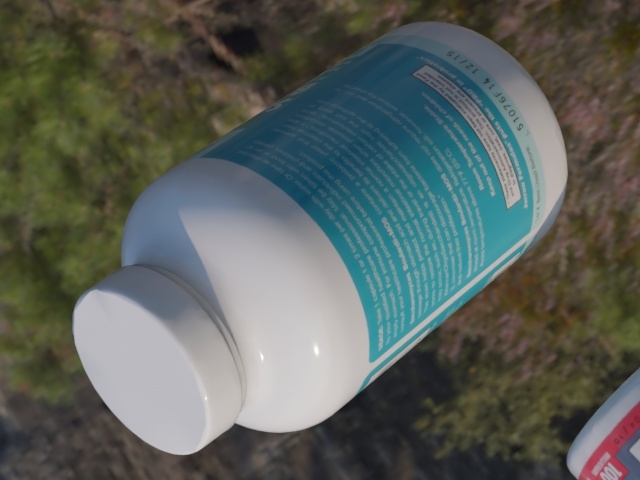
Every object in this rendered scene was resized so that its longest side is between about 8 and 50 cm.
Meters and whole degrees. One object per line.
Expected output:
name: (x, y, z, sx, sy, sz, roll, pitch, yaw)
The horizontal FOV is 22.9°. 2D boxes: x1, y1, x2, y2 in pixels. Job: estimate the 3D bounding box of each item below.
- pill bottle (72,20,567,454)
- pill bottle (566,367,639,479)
pill bottle: (0.000, 0.000, 0.810, 0.146, 0.264, 0.146, 27, 135, 31)
pill bottle: (0.224, 0.142, 0.807, 0.180, 0.108, 0.108, 46, 146, 22)
